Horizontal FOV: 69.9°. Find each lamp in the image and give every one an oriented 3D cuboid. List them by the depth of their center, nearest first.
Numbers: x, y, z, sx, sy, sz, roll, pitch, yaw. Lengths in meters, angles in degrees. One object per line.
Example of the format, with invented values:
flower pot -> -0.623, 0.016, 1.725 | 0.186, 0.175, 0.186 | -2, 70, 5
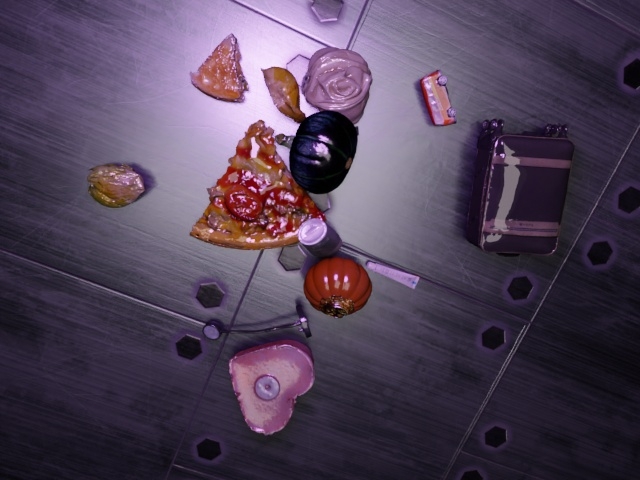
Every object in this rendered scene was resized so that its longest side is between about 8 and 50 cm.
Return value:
lamp -> 0.055, 0.151, 1.482 | 0.224, 0.196, 0.223 | 2, 140, 2
lamp -> -0.210, 0.292, 1.578 | 0.372, 0.108, 0.130 | -10, 116, 13

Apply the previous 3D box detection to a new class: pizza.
pizza -> -0.102, -0.438, 1.340 | 0.081, 0.204, 0.188 | -29, 97, 14
pizza -> -0.290, -0.522, 1.378 | 0.185, 0.052, 0.195 | 21, 105, -1
pizza -> -0.208, -0.166, 1.428 | 0.441, 0.130, 0.405 | -4, 105, -3

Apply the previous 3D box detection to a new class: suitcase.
suitcase -> 0.632, -0.156, 1.456 | 0.284, 0.194, 0.433 | 3, 104, -4

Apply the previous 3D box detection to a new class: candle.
candle -> -0.185, 0.479, 1.582 | 0.288, 0.131, 0.316 | 26, 90, -3

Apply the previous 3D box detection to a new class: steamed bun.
steamed bun -> 0.051, -0.464, 1.367 | 0.211, 0.144, 0.217 | 16, 101, -7

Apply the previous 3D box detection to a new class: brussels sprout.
brussels sprout -> -0.630, -0.171, 1.414 | 0.181, 0.100, 0.138 | -7, 113, -4

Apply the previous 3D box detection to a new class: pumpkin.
pumpkin -> -0.019, -0.271, 1.351 | 0.248, 0.248, 0.247 | -1, 103, -4

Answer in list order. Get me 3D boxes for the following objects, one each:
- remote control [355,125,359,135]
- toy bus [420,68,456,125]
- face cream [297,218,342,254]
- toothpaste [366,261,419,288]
remote control -> 0.077, -0.345, 1.462 | 0.091, 0.016, 0.034 | -8, 119, -2
toy bus -> 0.369, -0.439, 1.433 | 0.077, 0.079, 0.174 | -19, 104, 9
face cream -> 0.000, 0.000, 1.412 | 0.108, 0.269, 0.073 | -26, 76, 6
toothpaste -> 0.248, 0.115, 1.574 | 0.191, 0.031, 0.048 | 21, 98, -12
